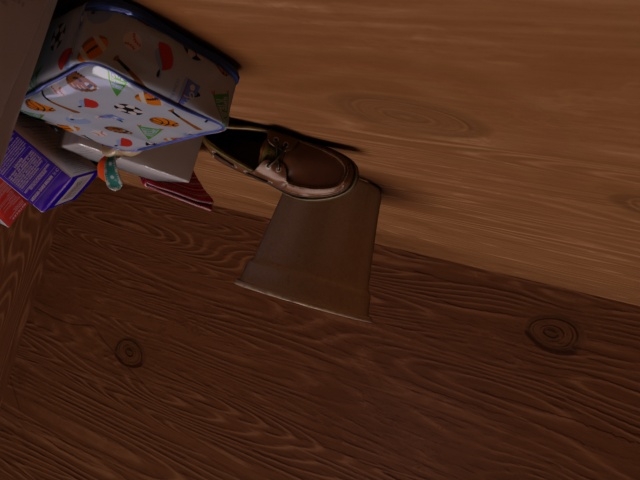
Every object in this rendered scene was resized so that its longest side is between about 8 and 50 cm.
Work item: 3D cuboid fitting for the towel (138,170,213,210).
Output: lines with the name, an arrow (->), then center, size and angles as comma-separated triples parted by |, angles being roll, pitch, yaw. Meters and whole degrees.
towel -> -0.384, -0.183, 1.566 | 0.198, 0.031, 0.275 | 20, -157, -41

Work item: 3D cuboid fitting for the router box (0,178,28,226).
router box -> -0.894, -0.195, 1.472 | 0.335, 0.082, 0.301 | 25, 157, 13

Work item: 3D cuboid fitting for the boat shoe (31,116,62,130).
boat shoe -> -0.584, -0.291, 1.320 | 0.108, 0.089, 0.258 | 15, 176, 18

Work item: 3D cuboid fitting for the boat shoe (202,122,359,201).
boat shoe -> -0.083, -0.148, 1.175 | 0.307, 0.111, 0.104 | 14, 177, 22

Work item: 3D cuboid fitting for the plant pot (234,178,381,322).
plant pot -> 0.000, 0.000, 1.486 | 0.333, 0.306, 0.334 | 16, 175, 1

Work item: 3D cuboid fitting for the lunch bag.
lunch bag -> -0.273, -0.210, 0.878 | 0.303, 0.115, 0.243 | 0, 167, 44

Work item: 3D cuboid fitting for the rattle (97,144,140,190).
rattle -> -0.366, -0.189, 1.074 | 0.130, 0.199, 0.142 | 52, -162, 18

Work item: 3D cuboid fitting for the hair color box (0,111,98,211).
hair color box -> -0.650, -0.217, 1.323 | 0.339, 0.110, 0.185 | 43, -173, -9

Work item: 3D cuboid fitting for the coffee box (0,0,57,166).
coffee box -> -0.574, -0.201, 0.749 | 0.337, 0.339, 0.334 | 20, 175, -41

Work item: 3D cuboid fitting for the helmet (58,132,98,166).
helmet -> -0.705, -0.253, 1.787 | 0.161, 0.170, 0.169 | -6, 166, 28

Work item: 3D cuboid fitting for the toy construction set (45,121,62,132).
toy construction set -> -0.776, -0.287, 1.578 | 0.308, 0.258, 0.237 | 30, 170, 43

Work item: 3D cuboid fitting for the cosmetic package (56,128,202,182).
cosmetic package -> -0.385, -0.214, 1.281 | 0.224, 0.138, 0.224 | 17, 176, -32
